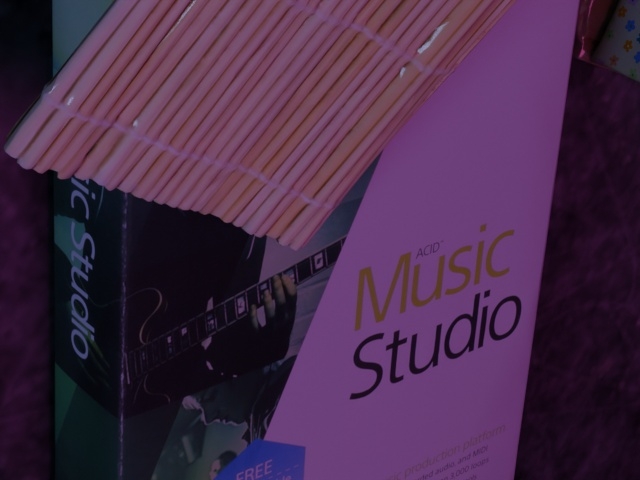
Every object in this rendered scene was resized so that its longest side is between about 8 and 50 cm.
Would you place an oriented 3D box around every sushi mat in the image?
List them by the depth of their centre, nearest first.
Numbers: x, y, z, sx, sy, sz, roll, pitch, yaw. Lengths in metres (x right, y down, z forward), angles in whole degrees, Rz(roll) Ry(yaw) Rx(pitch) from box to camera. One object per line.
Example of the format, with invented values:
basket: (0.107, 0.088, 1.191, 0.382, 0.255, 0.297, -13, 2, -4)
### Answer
sushi mat: (0.043, -0.120, 0.563, 0.151, 0.019, 0.316, 15, 126, -46)

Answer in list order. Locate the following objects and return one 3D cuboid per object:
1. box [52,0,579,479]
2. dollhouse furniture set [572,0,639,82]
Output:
box: (0.000, 0.000, 0.739, 0.232, 0.058, 0.322, -20, 125, -36)
dollhouse furniture set: (0.227, -0.116, 0.793, 0.101, 0.182, 0.161, 11, 106, -47)
